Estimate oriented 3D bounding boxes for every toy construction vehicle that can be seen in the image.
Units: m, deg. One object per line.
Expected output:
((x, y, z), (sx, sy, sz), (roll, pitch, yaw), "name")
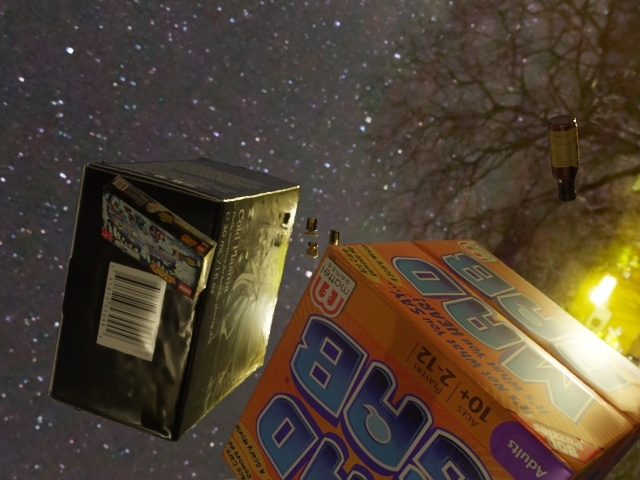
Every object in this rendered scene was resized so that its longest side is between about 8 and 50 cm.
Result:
((0.000, 0.000, 1.617), (0.035, 0.085, 0.098), (-53, -26, -72), "toy construction vehicle")

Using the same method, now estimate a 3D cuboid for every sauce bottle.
((0.359, -0.119, 0.977), (0.042, 0.042, 0.128), (-41, -52, -36), "sauce bottle")

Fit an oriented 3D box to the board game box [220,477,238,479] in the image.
((-0.239, 0.582, 1.383), (0.194, 0.194, 0.060), (-8, -18, -46), "board game box")

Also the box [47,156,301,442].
((-0.286, 0.086, 1.427), (0.472, 0.297, 0.481), (-31, -45, -73), "box")

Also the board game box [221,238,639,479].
((0.160, 0.246, 0.879), (0.356, 0.356, 0.357), (-2, -54, -49), "board game box")

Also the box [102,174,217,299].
((-0.185, -0.001, 0.748), (0.027, 0.137, 0.094), (-51, -9, -37), "box")
